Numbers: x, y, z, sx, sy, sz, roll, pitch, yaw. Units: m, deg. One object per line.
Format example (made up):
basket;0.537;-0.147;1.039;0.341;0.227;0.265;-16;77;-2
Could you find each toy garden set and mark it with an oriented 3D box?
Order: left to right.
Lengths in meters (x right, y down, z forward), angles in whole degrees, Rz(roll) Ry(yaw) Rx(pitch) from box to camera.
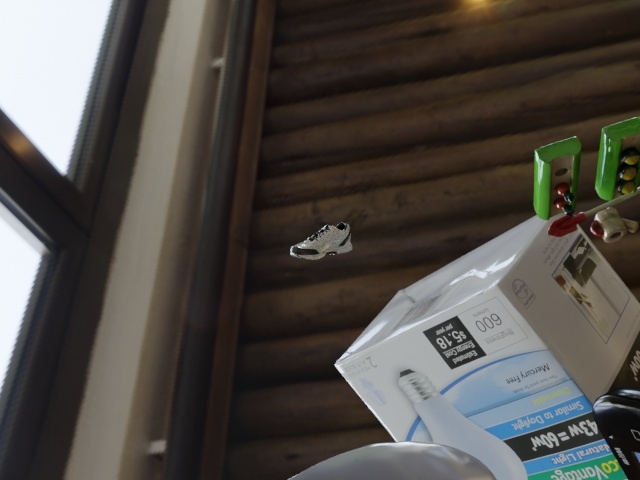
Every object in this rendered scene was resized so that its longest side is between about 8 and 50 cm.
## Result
toy garden set;0.347;-0.055;0.949;0.244;0.204;0.049;-17;-122;2

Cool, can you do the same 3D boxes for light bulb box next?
light bulb box;0.283;0.203;1.303;0.358;0.361;0.225;-35;-174;47

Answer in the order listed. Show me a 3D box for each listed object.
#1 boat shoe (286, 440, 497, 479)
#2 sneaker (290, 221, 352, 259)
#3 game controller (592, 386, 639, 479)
boat shoe;0.005;0.217;0.655;0.258;0.084;0.095;-9;-143;-16
sneaker;0.000;0.000;1.281;0.109;0.044;0.040;-15;-157;-43
game controller;0.382;0.261;0.879;0.166;0.319;0.067;-5;-142;47
